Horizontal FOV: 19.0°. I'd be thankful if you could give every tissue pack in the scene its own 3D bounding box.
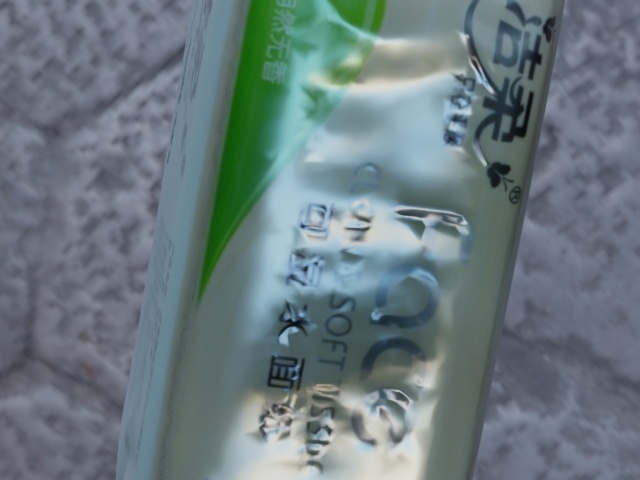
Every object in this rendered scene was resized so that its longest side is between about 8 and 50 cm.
[{"bbox_3d":[0.000,0.000,1.163,0.332,0.205,0.405,-117,37,-74],"label":"tissue pack"}]
